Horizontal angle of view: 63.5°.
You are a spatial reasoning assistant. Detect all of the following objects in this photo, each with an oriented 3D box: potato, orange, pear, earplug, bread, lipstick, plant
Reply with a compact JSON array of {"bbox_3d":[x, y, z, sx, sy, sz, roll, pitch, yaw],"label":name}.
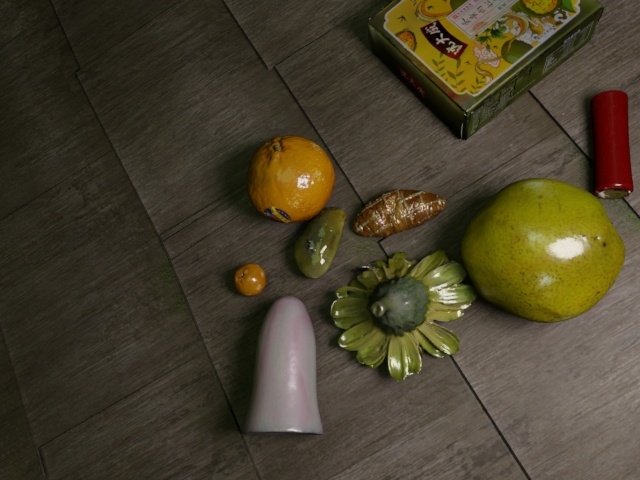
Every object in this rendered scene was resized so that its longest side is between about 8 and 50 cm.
[{"bbox_3d":[0.000,0.000,1.241,0.105,0.085,0.188,26,77,17],"label":"potato"},{"bbox_3d":[-0.172,0.096,1.259,0.083,0.070,0.083,-6,71,16],"label":"orange"},{"bbox_3d":[0.442,0.017,1.034,0.294,0.294,0.295,-4,73,12],"label":"pear"},{"bbox_3d":[-0.079,0.271,1.149,0.172,0.172,0.302,-5,66,12],"label":"earplug"},{"bbox_3d":[0.182,-0.072,1.224,0.232,0.076,0.105,-15,73,7],"label":"bread"},{"bbox_3d":[-0.074,-0.147,1.237,0.219,0.193,0.219,-31,32,22],"label":"orange"},{"bbox_3d":[0.647,-0.214,1.152,0.080,0.080,0.241,3,74,14],"label":"lipstick"},{"bbox_3d":[0.144,0.127,1.117,0.306,0.296,0.261,-57,38,9],"label":"plant"}]

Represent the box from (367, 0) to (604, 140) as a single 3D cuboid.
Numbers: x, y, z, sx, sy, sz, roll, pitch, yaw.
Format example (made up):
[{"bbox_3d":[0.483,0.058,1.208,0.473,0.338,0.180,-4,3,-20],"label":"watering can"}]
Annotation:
[{"bbox_3d":[0.389,-0.518,1.273,0.420,0.138,0.373,-38,69,-1],"label":"box"}]
